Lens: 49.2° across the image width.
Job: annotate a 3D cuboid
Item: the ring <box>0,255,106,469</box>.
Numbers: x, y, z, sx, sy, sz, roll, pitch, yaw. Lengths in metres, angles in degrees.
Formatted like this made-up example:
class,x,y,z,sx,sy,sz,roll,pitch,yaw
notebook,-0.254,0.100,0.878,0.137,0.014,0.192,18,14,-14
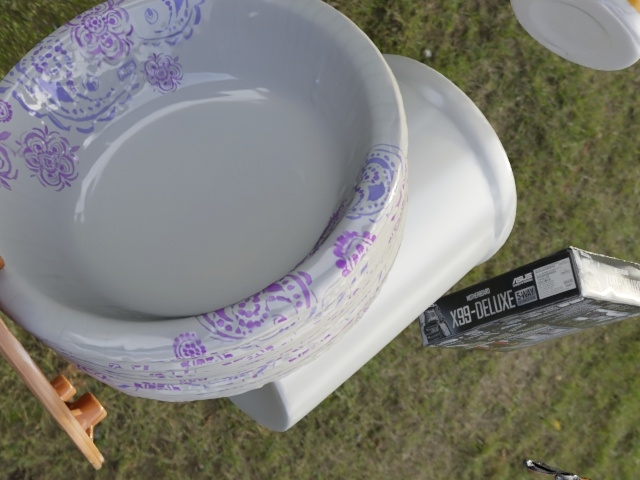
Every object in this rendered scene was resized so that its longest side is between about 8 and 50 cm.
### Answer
class,x,y,z,sx,sy,sz,roll,pitch,yaw
ring,-0.254,0.025,0.506,0.032,0.336,0.336,-38,129,-24

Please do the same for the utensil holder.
class,x,y,z,sx,sy,sz,roll,pitch,yaw
utensil holder,0.000,0.000,0.884,0.385,0.327,0.327,-39,129,-25

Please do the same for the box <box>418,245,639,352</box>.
class,x,y,z,sx,sy,sz,roll,pitch,yaw
box,0.354,0.110,1.147,0.242,0.307,0.076,10,64,-38

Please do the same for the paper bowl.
class,x,y,z,sx,sy,sz,roll,pitch,yaw
paper bowl,-0.080,-0.031,0.488,0.284,0.284,0.148,-36,152,-12

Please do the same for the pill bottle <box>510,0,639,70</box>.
class,x,y,z,sx,sy,sz,roll,pitch,yaw
pill bottle,0.329,-0.326,0.714,0.152,0.152,0.272,36,87,-40

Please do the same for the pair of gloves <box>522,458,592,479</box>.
class,x,y,z,sx,sy,sz,roll,pitch,yaw
pair of gloves,0.216,0.205,0.589,0.074,0.083,0.010,20,86,-18
